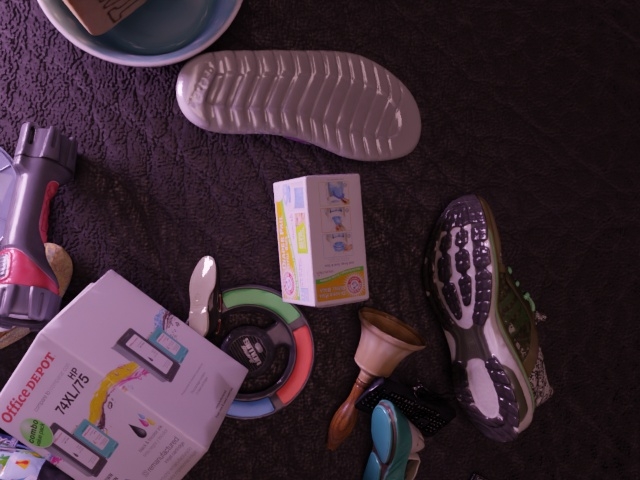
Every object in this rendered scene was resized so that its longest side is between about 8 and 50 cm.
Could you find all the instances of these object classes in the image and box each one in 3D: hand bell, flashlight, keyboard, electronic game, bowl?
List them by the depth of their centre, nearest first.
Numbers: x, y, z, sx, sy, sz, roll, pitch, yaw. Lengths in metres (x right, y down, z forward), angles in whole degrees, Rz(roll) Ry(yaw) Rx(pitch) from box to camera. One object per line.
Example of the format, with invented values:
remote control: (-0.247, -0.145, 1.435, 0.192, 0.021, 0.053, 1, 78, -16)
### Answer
flashlight: (-0.426, -0.020, 1.001, 0.103, 0.103, 0.303, 9, 66, -15)
bowl: (-0.268, -0.404, 1.019, 0.312, 0.163, 0.311, 0, 92, -7)
keyboard: (0.154, 0.280, 1.095, 0.192, 0.038, 0.100, 29, 109, -32)
electronic game: (-0.121, 0.186, 1.104, 0.229, 0.048, 0.229, 0, 90, -7)
hand bell: (0.070, 0.248, 1.117, 0.126, 0.126, 0.242, 24, 101, -7)

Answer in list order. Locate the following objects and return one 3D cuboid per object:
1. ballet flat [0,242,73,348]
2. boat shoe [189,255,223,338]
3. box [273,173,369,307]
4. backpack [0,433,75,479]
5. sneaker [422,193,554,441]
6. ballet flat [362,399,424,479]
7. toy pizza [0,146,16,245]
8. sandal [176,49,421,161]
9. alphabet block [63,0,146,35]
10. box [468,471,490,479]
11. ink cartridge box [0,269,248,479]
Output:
ballet flat: (-0.540, 0.131, 1.019, 0.349, 0.123, 0.123, -36, 95, -5)
boat shoe: (-0.182, 0.092, 1.066, 0.049, 0.042, 0.132, 0, 82, 29)
box: (0.000, 0.000, 1.070, 0.103, 0.114, 0.203, -5, 91, -30)
backpack: (-0.567, 0.409, 0.970, 0.356, 0.273, 0.290, 14, 98, -22)
sneaker: (0.303, 0.120, 1.136, 0.182, 0.158, 0.410, -11, 91, -38)
ballet flat: (0.124, 0.345, 1.085, 0.087, 0.083, 0.247, -7, 126, -18)
toy pizza: (-0.573, -0.071, 1.053, 0.201, 0.032, 0.201, 0, 92, -8)
sandal: (-0.028, -0.228, 1.080, 0.417, 0.102, 0.169, 8, 90, -22)
alphabet block: (-0.289, -0.411, 0.837, 0.193, 0.197, 0.192, -38, 94, -5)
box: (0.294, 0.461, 1.174, 0.083, 0.018, 0.067, 29, 88, -6)
ink cartridge box: (-0.291, 0.224, 0.979, 0.270, 0.197, 0.198, 37, 115, -5)
